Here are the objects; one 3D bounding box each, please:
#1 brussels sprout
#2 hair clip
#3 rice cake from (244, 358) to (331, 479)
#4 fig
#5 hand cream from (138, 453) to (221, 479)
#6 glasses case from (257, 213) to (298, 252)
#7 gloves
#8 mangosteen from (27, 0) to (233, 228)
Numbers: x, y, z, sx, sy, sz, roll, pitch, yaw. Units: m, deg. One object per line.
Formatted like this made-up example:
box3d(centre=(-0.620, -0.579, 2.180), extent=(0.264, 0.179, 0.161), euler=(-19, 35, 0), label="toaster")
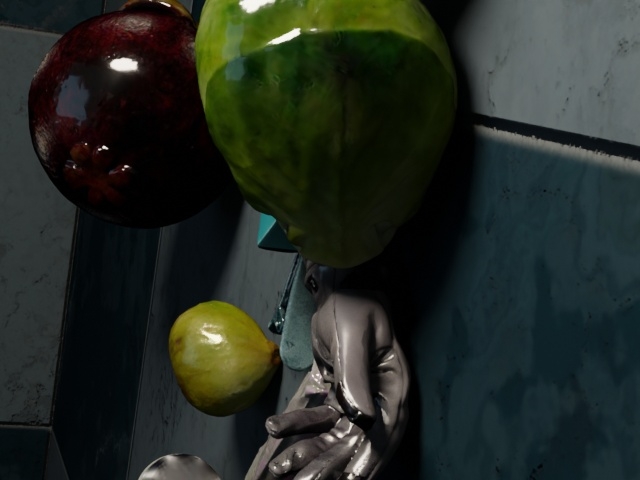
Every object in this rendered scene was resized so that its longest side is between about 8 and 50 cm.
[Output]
box3d(centre=(0.009, -0.119, 1.056), extent=(0.210, 0.219, 0.271), euler=(-91, -7, -69), label="brussels sprout")
box3d(centre=(0.000, 0.000, 1.281), extent=(0.083, 0.048, 0.275), euler=(-113, 35, -61), label="hair clip")
box3d(centre=(-0.028, 0.210, 1.293), extent=(0.055, 0.049, 0.270), euler=(-72, 6, -45), label="rice cake")
box3d(centre=(-0.120, 0.142, 1.458), extent=(0.153, 0.121, 0.136), euler=(42, 164, 44), label="fig")
box3d(centre=(-0.214, 0.413, 1.682), extent=(0.358, 0.118, 0.185), euler=(112, 152, -53), label="hand cream")
box3d(centre=(-0.004, -0.142, 1.250), extent=(0.117, 0.070, 0.301), euler=(134, 145, -64), label="glasses case")
box3d(centre=(0.023, 0.107, 1.085), extent=(0.142, 0.119, 0.285), euler=(106, 175, -57), label="gloves")
box3d(centre=(-0.231, -0.185, 1.672), extent=(0.347, 0.307, 0.307), euler=(-62, 0, -43), label="mangosteen")
